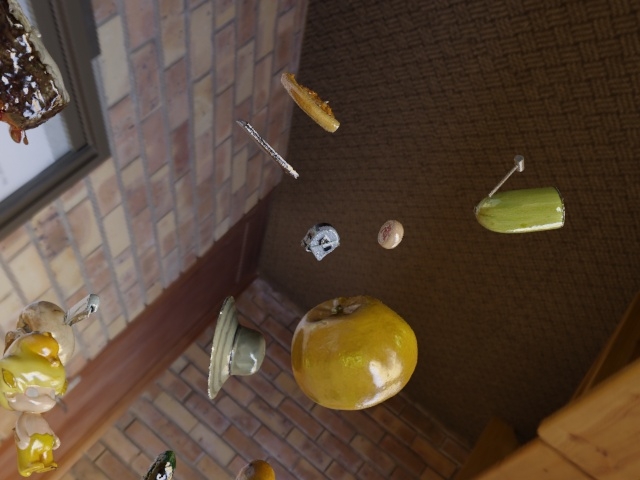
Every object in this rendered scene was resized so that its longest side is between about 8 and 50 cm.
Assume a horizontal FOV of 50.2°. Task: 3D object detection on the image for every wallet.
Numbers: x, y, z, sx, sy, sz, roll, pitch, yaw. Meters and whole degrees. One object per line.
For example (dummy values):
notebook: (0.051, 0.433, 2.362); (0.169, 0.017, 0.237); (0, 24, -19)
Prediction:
wallet: (-0.169, -0.289, 2.162); (0.244, 0.025, 0.124); (44, 178, -24)

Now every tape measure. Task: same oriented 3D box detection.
tape measure: (0.001, -0.002, 1.820); (0.091, 0.094, 0.054); (38, -167, -36)

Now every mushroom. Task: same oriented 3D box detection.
mushroom: (-0.615, 0.218, 1.500); (0.166, 0.127, 0.166); (18, 117, 41)

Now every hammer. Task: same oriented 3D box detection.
hammer: (0.382, -0.130, 1.414); (0.019, 0.110, 0.035); (38, 166, 33)

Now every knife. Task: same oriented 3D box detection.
knife: (-0.461, 0.138, 1.313); (0.023, 0.044, 0.162); (18, 153, -31)

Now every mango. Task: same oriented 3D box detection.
mango: (-0.195, 0.716, 1.963); (0.115, 0.178, 0.090); (1, 137, 15)

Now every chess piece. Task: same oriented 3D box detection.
chess piece: (0.198, -0.017, 1.928); (0.038, 0.084, 0.083); (26, 161, -25)

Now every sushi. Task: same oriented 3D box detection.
sushi: (-0.631, -0.360, 1.345); (0.196, 0.182, 0.343); (-124, 9, -72)

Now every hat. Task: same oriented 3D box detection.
hat: (-0.187, 0.262, 1.632); (0.110, 0.252, 0.252); (10, 147, 3)

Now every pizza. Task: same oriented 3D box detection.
pizza: (-0.029, -0.434, 2.144); (0.056, 0.134, 0.271); (-53, 56, 25)

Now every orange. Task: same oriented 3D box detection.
orange: (0.069, 0.241, 1.491); (0.279, 0.279, 0.235); (-12, 97, 58)

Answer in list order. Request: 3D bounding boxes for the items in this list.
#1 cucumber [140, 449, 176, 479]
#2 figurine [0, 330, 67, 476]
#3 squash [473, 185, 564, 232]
cucumber: (-0.314, 0.457, 1.194); (0.052, 0.215, 0.058); (31, -174, -41)
figurine: (-0.501, 0.275, 1.183); (0.156, 0.131, 0.246); (44, -150, -62)
squash: (0.574, -0.084, 2.004); (0.247, 0.132, 0.132); (-7, 139, 2)
